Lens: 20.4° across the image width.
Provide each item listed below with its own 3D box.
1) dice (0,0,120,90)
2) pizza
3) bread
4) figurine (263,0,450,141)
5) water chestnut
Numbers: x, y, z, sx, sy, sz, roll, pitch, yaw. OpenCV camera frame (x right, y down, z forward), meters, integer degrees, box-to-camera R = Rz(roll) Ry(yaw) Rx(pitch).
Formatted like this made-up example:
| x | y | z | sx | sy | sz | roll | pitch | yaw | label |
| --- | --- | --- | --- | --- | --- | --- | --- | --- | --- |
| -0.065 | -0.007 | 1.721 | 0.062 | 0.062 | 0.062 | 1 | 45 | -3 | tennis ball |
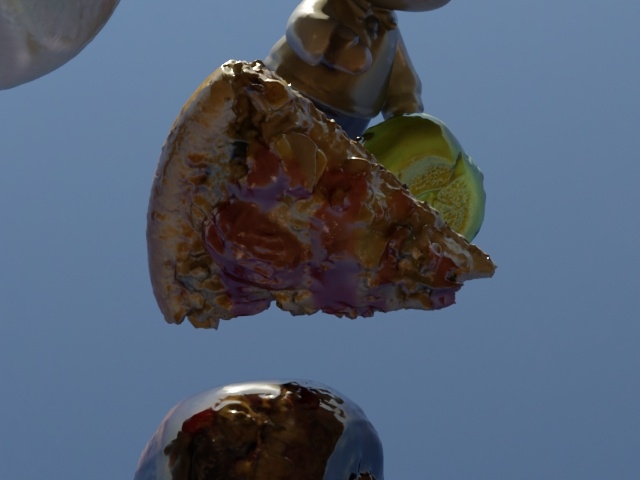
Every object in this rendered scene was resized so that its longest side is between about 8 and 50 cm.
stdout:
| x | y | z | sx | sy | sz | roll | pitch | yaw | label |
| --- | --- | --- | --- | --- | --- | --- | --- | --- | --- |
| -0.264 | -0.236 | 1.339 | 0.192 | 0.194 | 0.193 | 4 | -130 | 30 | dice |
| 0.000 | 0.000 | 0.981 | 0.199 | 0.188 | 0.062 | 15 | -139 | 1 | pizza |
| 0.073 | -0.039 | 1.459 | 0.130 | 0.139 | 0.071 | -57 | -148 | 7 | bread |
| 0.052 | -0.221 | 1.480 | 0.218 | 0.206 | 0.365 | 16 | -89 | -25 | figurine |
| -0.030 | 0.212 | 1.338 | 0.238 | 0.223 | 0.223 | 7 | -115 | 26 | water chestnut |
